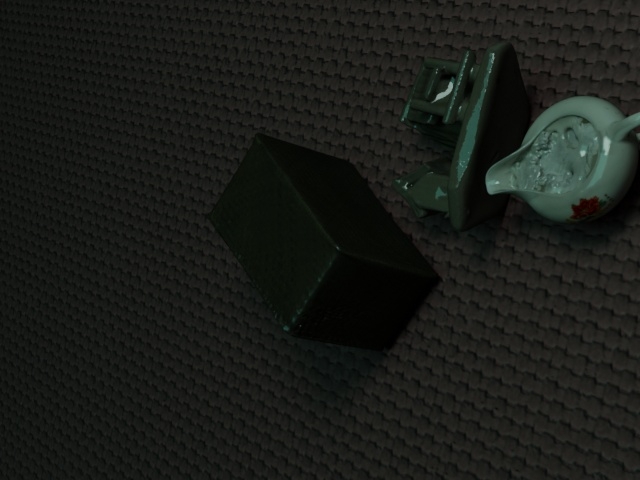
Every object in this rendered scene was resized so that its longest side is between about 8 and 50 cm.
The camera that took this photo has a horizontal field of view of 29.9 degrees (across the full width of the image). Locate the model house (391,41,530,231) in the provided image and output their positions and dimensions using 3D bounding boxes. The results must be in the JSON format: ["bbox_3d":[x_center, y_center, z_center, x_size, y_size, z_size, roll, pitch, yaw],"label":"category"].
[{"bbox_3d":[0.163,-0.134,1.475,0.188,0.122,0.229,21,99,51],"label":"model house"}]

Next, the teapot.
[{"bbox_3d":[0.296,-0.093,1.336,0.226,0.092,0.145,-30,62,39],"label":"teapot"}]

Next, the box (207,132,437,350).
[{"bbox_3d":[-0.001,0.002,1.581,0.143,0.184,0.273,-56,44,21],"label":"box"}]
